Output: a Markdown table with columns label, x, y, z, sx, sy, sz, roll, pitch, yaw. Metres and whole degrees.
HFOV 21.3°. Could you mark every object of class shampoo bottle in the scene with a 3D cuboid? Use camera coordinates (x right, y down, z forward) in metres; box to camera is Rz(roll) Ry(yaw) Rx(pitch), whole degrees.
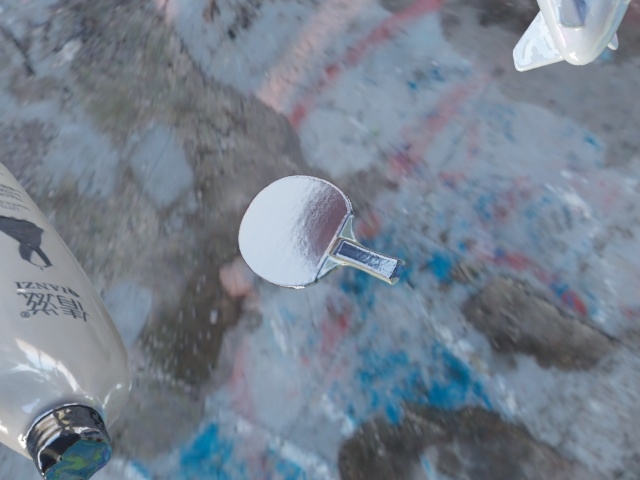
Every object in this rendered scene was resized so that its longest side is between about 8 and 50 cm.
| label | x | y | z | sx | sy | sz | roll | pitch | yaw |
| --- | --- | --- | --- | --- | --- | --- | --- | --- | --- |
| shampoo bottle | -0.181 | 0.045 | 0.994 | 0.127 | 0.257 | 0.078 | 13 | 120 | -38 |

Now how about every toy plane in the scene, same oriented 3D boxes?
| label | x | y | z | sx | sy | sz | roll | pitch | yaw |
| --- | --- | --- | --- | --- | --- | --- | --- | --- | --- |
| toy plane | 0.206 | -0.272 | 1.456 | 0.118 | 0.252 | 0.252 | -11 | 103 | 30 |

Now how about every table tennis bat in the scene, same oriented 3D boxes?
| label | x | y | z | sx | sy | sz | roll | pitch | yaw |
| --- | --- | --- | --- | --- | --- | --- | --- | --- | --- |
| table tennis bat | 0.000 | 0.000 | 1.355 | 0.158 | 0.014 | 0.095 | 22 | 79 | 35 |
